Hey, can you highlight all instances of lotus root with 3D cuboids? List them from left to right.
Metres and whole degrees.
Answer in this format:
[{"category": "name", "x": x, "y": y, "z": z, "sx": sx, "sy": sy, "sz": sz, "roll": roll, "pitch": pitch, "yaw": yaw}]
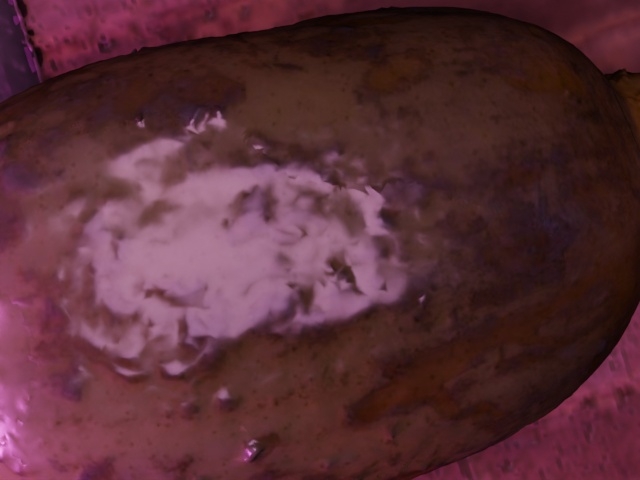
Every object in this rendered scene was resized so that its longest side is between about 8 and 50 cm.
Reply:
[{"category": "lotus root", "x": 0.000, "y": 0.000, "z": 0.666, "sx": 0.309, "sy": 0.173, "sz": 0.173, "roll": -15, "pitch": 96, "yaw": -6}]
